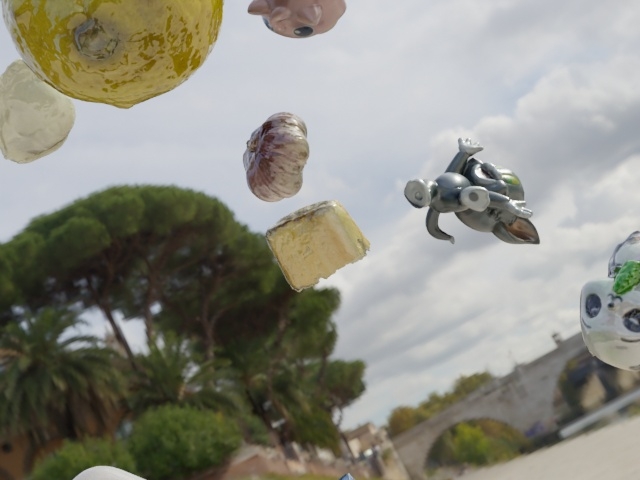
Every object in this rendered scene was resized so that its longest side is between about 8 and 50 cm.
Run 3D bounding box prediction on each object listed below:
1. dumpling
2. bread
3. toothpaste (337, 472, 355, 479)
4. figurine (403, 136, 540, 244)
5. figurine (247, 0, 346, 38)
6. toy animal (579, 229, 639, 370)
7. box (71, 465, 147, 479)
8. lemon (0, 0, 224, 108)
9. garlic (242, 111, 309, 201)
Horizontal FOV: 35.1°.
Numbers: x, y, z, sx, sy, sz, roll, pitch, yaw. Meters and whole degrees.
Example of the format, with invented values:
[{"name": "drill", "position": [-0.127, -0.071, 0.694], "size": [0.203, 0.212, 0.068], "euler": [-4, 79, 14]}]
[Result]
[{"name": "dumpling", "position": [-0.534, -0.219, 1.858], "size": [0.166, 0.126, 0.216], "euler": [-52, 0, -26]}, {"name": "bread", "position": [-0.001, 0.001, 1.430], "size": [0.125, 0.106, 0.082], "euler": [-24, 6, 20]}, {"name": "toothpaste", "position": [0.055, 0.473, 1.611], "size": [0.053, 0.066, 0.272], "euler": [-41, 15, 10]}, {"name": "figurine", "position": [0.254, -0.062, 1.674], "size": [0.265, 0.193, 0.140], "euler": [-21, -42, -39]}, {"name": "figurine", "position": [-0.007, -0.468, 1.848], "size": [0.176, 0.287, 0.186], "euler": [4, -38, 21]}, {"name": "toy animal", "position": [0.626, 0.120, 1.991], "size": [0.267, 0.212, 0.212], "euler": [-44, -6, -28]}, {"name": "box", "position": [-0.349, 0.558, 1.813], "size": [0.288, 0.349, 0.141], "euler": [-49, -31, -50]}, {"name": "lemon", "position": [-0.317, -0.376, 1.572], "size": [0.350, 0.349, 0.387], "euler": [-30, 27, 10]}, {"name": "garlic", "position": [-0.078, -0.142, 1.686], "size": [0.102, 0.159, 0.147], "euler": [18, -25, -20]}]
